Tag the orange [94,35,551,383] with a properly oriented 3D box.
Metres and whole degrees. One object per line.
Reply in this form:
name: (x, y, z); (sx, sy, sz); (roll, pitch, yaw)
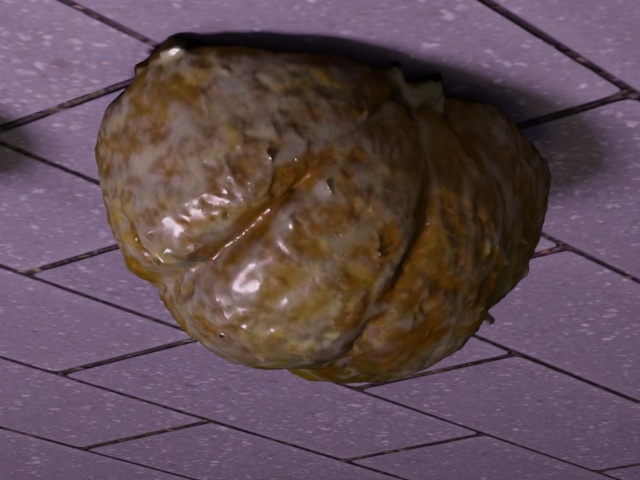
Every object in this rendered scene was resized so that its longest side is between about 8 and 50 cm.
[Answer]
orange: (0.000, 0.000, 1.502); (0.369, 0.210, 0.271); (13, 154, -37)
